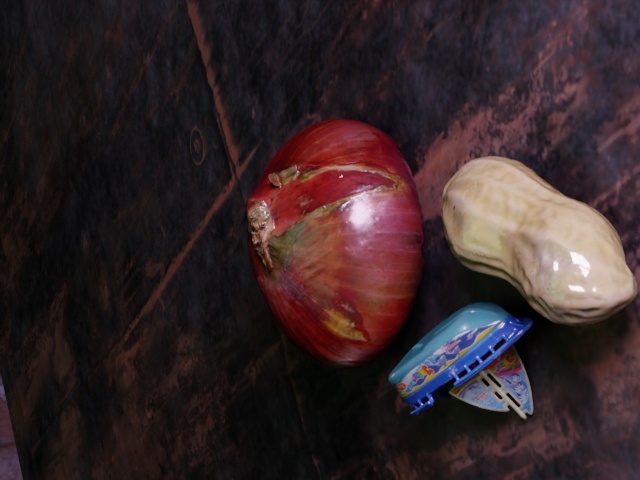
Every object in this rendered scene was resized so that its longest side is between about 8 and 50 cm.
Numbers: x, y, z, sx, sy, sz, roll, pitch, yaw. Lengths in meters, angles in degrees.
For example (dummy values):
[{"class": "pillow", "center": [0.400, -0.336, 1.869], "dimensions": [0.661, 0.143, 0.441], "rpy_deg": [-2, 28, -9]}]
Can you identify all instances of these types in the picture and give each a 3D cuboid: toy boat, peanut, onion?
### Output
[{"class": "toy boat", "center": [0.143, 0.112, 1.108], "dimensions": [0.110, 0.091, 0.175], "rpy_deg": [44, 143, 0]}, {"class": "peanut", "center": [0.165, -0.002, 0.999], "dimensions": [0.214, 0.098, 0.090], "rpy_deg": [38, 119, 51]}, {"class": "onion", "center": [0.009, 0.002, 1.255], "dimensions": [0.248, 0.161, 0.248], "rpy_deg": [175, 90, -84]}]
